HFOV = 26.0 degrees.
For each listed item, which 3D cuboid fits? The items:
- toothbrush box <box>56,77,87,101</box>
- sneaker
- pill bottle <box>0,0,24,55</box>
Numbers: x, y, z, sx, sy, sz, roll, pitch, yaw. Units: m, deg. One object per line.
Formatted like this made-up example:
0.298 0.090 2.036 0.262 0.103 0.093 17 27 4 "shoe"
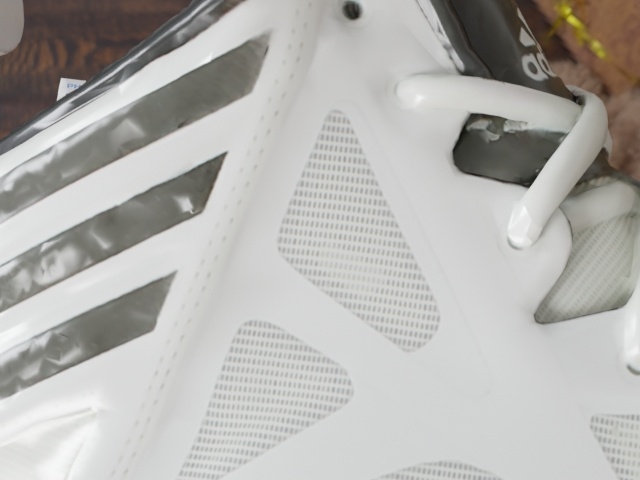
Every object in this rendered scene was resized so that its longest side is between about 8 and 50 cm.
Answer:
-0.279 -0.083 1.963 0.216 0.126 0.295 6 43 -6 "toothbrush box"
0.094 0.033 0.364 0.447 0.169 0.257 -1 94 7 "sneaker"
-0.421 -0.196 1.234 0.283 0.160 0.160 -13 65 14 "pill bottle"
